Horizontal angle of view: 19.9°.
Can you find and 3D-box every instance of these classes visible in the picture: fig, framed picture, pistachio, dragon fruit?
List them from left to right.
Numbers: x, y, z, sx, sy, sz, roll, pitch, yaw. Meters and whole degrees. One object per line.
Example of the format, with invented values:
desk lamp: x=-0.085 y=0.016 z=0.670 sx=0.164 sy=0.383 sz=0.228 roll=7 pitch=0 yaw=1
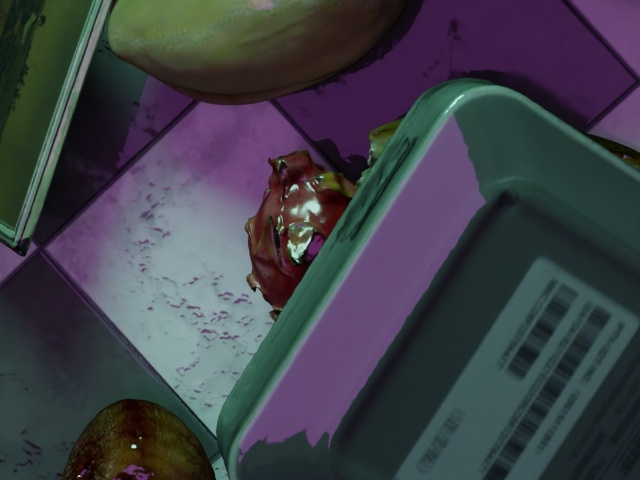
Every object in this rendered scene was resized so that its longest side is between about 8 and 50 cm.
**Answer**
framed picture: x=-0.276 y=-0.136 z=1.588 sx=0.197 sy=0.014 sz=0.252 roll=28 pitch=101 yaw=41
fig: x=-0.127 y=0.232 z=1.627 sx=0.201 sy=0.134 sz=0.146 roll=25 pitch=130 yaw=-16
pistachio: x=-0.035 y=-0.215 z=1.528 sx=0.293 sy=0.162 sz=0.182 roll=-24 pitch=77 yaw=17
dragon fruit: x=0.000 y=0.000 z=1.568 sx=0.133 sy=0.136 sz=0.166 roll=-20 pitch=105 yaw=-26

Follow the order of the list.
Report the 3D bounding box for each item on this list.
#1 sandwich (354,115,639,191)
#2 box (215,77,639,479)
sandwich: x=0.149 y=-0.060 z=1.554 sx=0.244 sy=0.088 sz=0.090 roll=8 pitch=106 yaw=-8
box: x=0.166 y=0.118 z=1.491 sx=0.396 sy=0.111 sz=0.396 roll=30 pitch=96 yaw=-15
